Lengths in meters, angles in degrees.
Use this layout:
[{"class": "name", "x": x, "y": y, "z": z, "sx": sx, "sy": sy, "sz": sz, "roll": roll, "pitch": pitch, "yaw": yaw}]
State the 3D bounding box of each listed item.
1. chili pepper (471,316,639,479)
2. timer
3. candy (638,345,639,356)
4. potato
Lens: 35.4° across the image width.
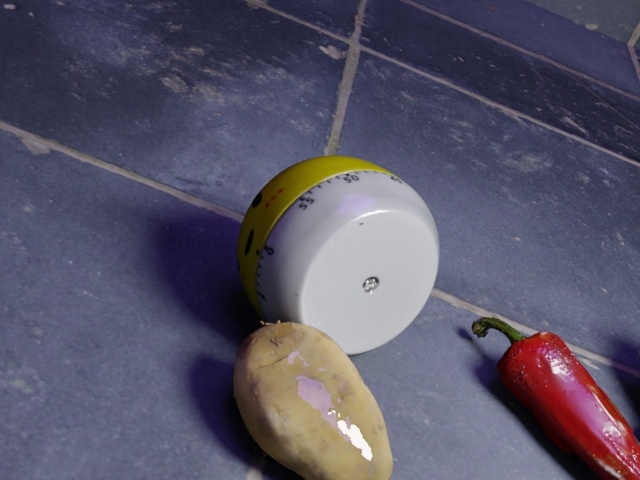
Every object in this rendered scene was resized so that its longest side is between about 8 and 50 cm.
[{"class": "chili pepper", "x": 0.346, "y": 0.231, "z": 1.380, "sx": 0.110, "sy": 0.110, "sz": 0.387, "roll": -10, "pitch": 51, "yaw": -41}, {"class": "timer", "x": 0.000, "y": 0.000, "z": 1.353, "sx": 0.285, "sy": 0.285, "sz": 0.285, "roll": 17, "pitch": 34, "yaw": -12}, {"class": "candy", "x": 0.616, "y": 0.241, "z": 1.422, "sx": 0.208, "sy": 0.145, "sz": 0.359, "roll": 35, "pitch": 16, "yaw": -26}, {"class": "potato", "x": -0.007, "y": 0.201, "z": 1.186, "sx": 0.234, "sy": 0.128, "sz": 0.161, "roll": 35, "pitch": 50, "yaw": 7}]
